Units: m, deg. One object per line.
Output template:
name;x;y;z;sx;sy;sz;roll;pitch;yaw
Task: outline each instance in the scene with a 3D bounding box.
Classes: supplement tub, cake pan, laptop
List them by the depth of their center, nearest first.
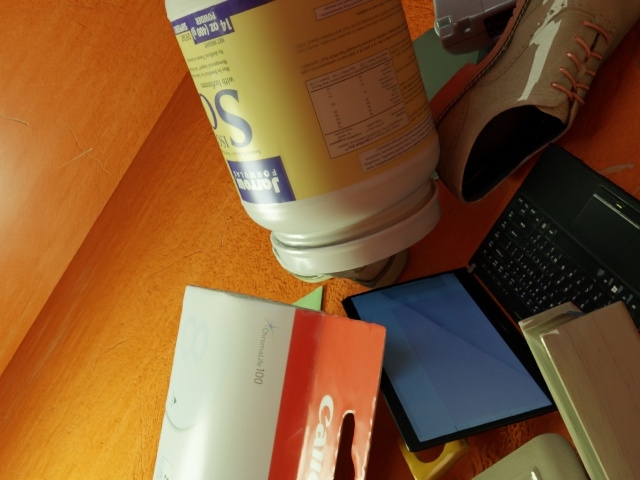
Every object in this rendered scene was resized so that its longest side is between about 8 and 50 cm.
laptop;0.166;0.037;0.634;0.264;0.137;0.234;-60;27;20
supplement tub;-0.005;-0.155;0.734;0.241;0.331;0.241;-17;20;7
cake pan;0.155;-0.209;0.981;0.293;0.054;0.293;-38;34;32

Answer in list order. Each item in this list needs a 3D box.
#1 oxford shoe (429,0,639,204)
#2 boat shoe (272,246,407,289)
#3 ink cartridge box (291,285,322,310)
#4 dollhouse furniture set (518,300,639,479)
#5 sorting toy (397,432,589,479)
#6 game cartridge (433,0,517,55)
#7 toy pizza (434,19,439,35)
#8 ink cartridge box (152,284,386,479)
oxford shoe;0.271;-0.198;0.717;0.397;0.141;0.146;-53;30;33
boat shoe;0.000;0.000;0.974;0.302;0.103;0.113;2;64;58
ink cartridge box;-0.075;0.186;0.971;0.171;0.056;0.235;-34;39;39
dollhouse furniture set;0.318;0.102;0.398;0.303;0.198;0.286;-25;80;11
sorting toy;0.153;0.278;0.527;0.196;0.047;0.347;-40;34;22
game cartridge;0.287;-0.354;0.823;0.297;0.062;0.198;-17;41;23
toy pizza;0.251;-0.344;0.911;0.201;0.032;0.201;-22;38;18
ink cartridge box;-0.085;0.221;0.759;0.385;0.091;0.308;1;80;61
